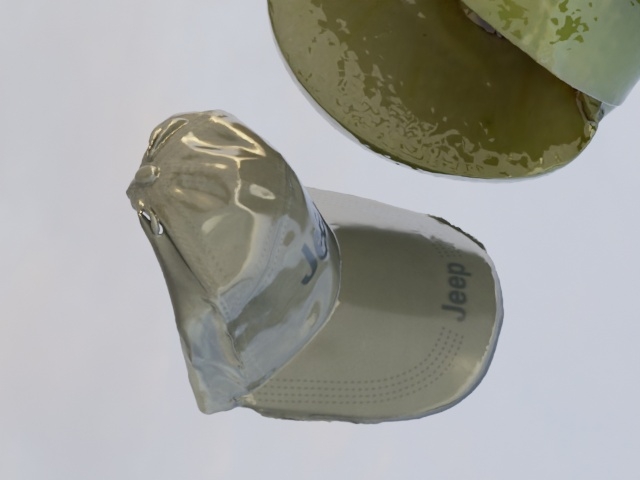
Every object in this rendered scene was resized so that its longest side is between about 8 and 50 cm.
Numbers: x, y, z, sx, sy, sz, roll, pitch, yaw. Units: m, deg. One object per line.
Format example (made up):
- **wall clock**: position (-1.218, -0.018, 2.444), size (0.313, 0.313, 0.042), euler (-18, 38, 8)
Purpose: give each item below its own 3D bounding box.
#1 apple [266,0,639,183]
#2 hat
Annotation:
- **apple**: position (0.111, -0.179, 1.274), size (0.292, 0.254, 0.292), euler (-51, 178, -3)
- **hat**: position (0.000, 0.000, 1.242), size (0.149, 0.244, 0.214), euler (87, -2, -51)
